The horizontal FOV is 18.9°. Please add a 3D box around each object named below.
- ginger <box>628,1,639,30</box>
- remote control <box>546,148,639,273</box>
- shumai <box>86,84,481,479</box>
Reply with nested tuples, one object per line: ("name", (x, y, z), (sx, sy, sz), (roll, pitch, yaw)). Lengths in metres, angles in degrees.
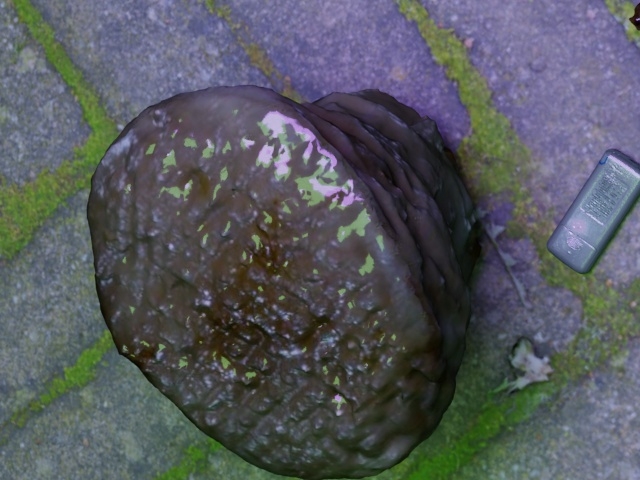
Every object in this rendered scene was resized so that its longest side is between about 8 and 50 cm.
("ginger", (0.442, -0.209, 1.705), (0.309, 0.107, 0.133), (22, 129, 22))
("remote control", (0.268, -0.028, 1.862), (0.053, 0.018, 0.124), (36, 111, 17))
("shumai", (0.000, 0.000, 1.826), (0.324, 0.323, 0.397), (-31, 98, 36))
